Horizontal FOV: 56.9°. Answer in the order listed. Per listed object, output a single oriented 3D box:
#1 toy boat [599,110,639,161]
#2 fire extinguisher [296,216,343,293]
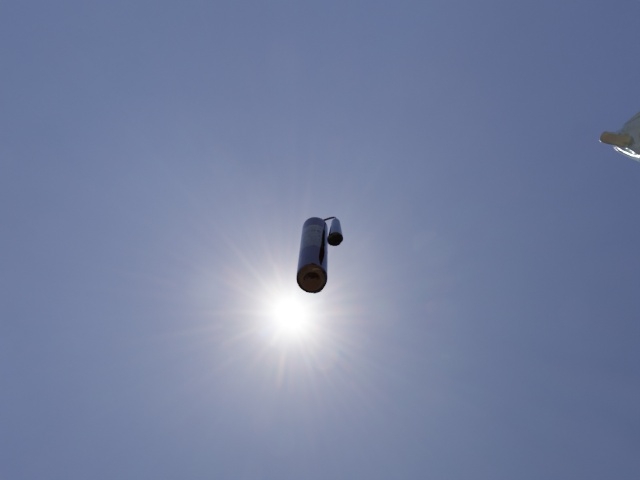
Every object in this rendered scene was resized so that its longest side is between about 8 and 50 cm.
[{"bbox_3d":[0.544,-0.138,0.808,0.290,0.199,0.100,26,-68,49],"label":"toy boat"},{"bbox_3d":[0.000,0.000,0.603,0.035,0.173,0.049,28,-72,-10],"label":"fire extinguisher"}]
